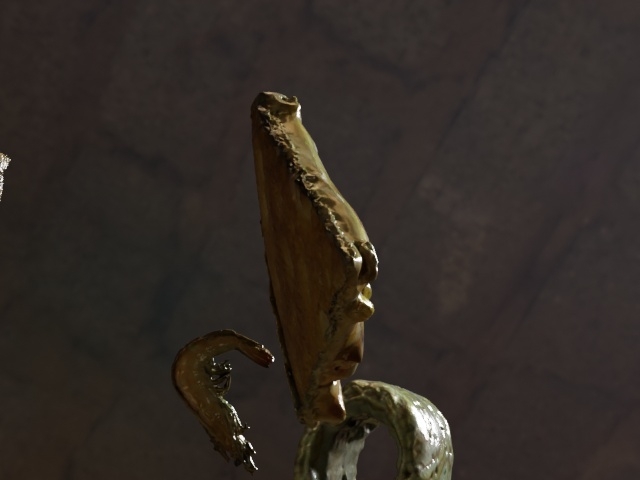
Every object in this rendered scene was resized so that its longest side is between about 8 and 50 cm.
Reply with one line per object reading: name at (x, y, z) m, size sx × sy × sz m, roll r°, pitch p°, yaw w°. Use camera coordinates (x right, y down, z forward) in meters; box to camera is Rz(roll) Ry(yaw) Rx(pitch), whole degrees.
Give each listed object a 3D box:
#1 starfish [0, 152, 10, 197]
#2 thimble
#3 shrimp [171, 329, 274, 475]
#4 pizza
starfish at (-0.421, -0.096, 1.973) m, size 0.041 × 0.133 × 0.130 m, roll -40°, pitch -177°, yaw 31°
thimble at (0.051, 0.238, 1.571) m, size 0.143 × 0.137 × 0.190 m, roll 25°, pitch 83°, yaw -71°
shrimp at (-0.100, 0.190, 1.908) m, size 0.124 × 0.178 × 0.034 m, roll -35°, pitch 179°, yaw -7°
pizza at (0.000, 0.000, 0.803) m, size 0.176 × 0.036 × 0.184 m, roll 138°, pitch -58°, yaw -72°
